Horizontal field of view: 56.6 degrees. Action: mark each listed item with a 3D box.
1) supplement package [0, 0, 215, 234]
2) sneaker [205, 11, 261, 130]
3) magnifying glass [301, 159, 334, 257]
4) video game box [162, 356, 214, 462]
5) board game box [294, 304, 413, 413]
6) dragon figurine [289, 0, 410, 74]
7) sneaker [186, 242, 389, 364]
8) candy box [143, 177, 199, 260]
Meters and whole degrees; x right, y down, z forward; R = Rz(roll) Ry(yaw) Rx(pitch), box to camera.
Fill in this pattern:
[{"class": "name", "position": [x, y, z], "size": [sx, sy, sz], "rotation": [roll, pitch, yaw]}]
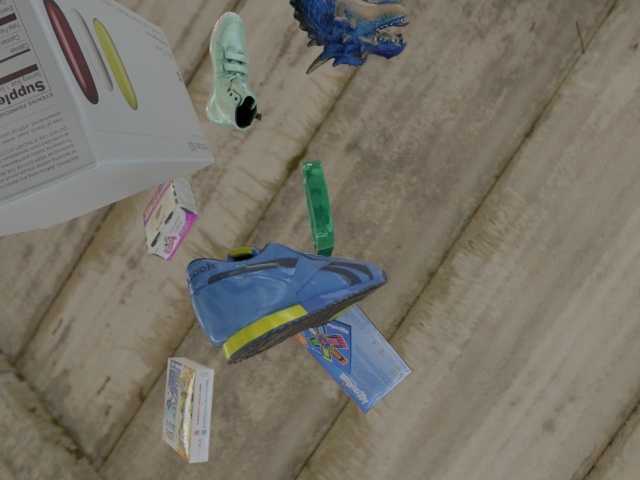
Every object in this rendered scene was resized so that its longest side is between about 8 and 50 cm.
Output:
[{"class": "supplement package", "position": [-0.233, -0.093, 0.479], "size": [0.204, 0.262, 0.145], "rotation": [-20, -84, 8]}, {"class": "sneaker", "position": [-0.179, -0.374, 1.334], "size": [0.151, 0.094, 0.255], "rotation": [28, -64, 44]}, {"class": "magnifying glass", "position": [0.000, 0.000, 0.677], "size": [0.026, 0.231, 0.092], "rotation": [-11, -124, -2]}, {"class": "video game box", "position": [-0.290, 0.359, 1.286], "size": [0.205, 0.048, 0.187], "rotation": [-6, -98, 60]}, {"class": "board game box", "position": [0.066, 0.234, 1.284], "size": [0.145, 0.281, 0.027], "rotation": [-41, -160, -4]}, {"class": "dragon figurine", "position": [-0.067, -0.163, 0.269], "size": [0.085, 0.289, 0.144], "rotation": [-121, -140, -48]}, {"class": "sneaker", "position": [-0.017, 0.029, 0.466], "size": [0.069, 0.209, 0.082], "rotation": [-42, -107, 30]}, {"class": "candy box", "position": [-0.415, -0.072, 1.633], "size": [0.159, 0.071, 0.233], "rotation": [-54, -149, 15]}]
